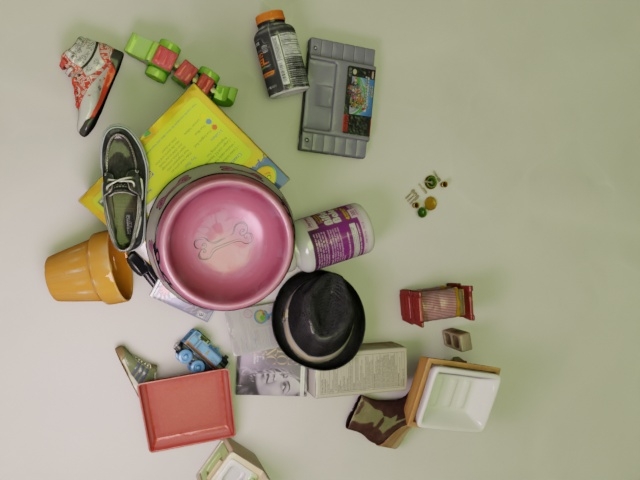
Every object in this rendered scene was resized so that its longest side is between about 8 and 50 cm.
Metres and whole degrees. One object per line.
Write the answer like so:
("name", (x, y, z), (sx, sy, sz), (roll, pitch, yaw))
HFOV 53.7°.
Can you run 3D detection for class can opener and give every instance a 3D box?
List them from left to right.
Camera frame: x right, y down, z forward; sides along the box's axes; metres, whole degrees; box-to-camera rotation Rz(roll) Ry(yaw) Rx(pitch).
("can opener", (-0.497, 0.104, 1.851), (0.186, 0.059, 0.073), (55, 49, -22))

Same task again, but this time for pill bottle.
("pill bottle", (-0.124, -0.564, 1.909), (0.130, 0.130, 0.245), (-17, 96, -17))
("pill bottle", (0.000, 0.000, 1.946), (0.302, 0.169, 0.169), (-18, 97, -17))

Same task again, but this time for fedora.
("fedora", (0.013, 0.216, 1.903), (0.334, 0.152, 0.334), (8, 62, -14))

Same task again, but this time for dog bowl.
("dog bowl", (-0.250, 0.001, 1.659), (0.408, 0.150, 0.407), (-2, 100, -15))

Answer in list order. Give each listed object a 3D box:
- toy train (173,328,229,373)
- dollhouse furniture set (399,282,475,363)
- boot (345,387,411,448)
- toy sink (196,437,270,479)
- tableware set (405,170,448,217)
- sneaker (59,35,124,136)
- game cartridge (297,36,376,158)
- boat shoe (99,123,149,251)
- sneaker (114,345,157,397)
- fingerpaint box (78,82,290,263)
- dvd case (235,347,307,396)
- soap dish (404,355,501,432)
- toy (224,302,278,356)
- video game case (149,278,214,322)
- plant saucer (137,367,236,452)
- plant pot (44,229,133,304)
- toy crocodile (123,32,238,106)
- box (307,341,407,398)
("toy train", (-0.352, 0.352, 1.892), (0.184, 0.080, 0.105), (45, 73, -14))
("dollhouse furniture set", (0.398, 0.333, 2.094), (0.201, 0.152, 0.374), (-8, 94, -18))
("boot", (0.220, 0.551, 2.075), (0.207, 0.090, 0.248), (31, 86, -18))
("toy sink", (-0.263, 0.695, 1.849), (0.131, 0.234, 0.152), (39, 81, -16))
("tableware set", (0.368, -0.154, 2.137), (0.154, 0.024, 0.104), (-42, 104, -13))
("sneaker", (-0.665, -0.433, 1.760), (0.145, 0.090, 0.270), (22, 81, -16))
("game cartridge", (0.057, -0.448, 2.011), (0.230, 0.068, 0.355), (5, 90, -14))
("boat shoe", (-0.499, -0.131, 1.623), (0.121, 0.119, 0.335), (-7, 101, -7))
("sneaker", (-0.522, 0.380, 1.848), (0.086, 0.064, 0.192), (-28, 100, -23))
("fingerpaint box", (-0.375, -0.152, 1.786), (0.371, 0.163, 0.445), (44, 91, -14))
("dvd case", (-0.150, 0.399, 1.962), (0.221, 0.018, 0.164), (2, 91, -4))
("soap dish", (0.417, 0.488, 2.020), (0.291, 0.118, 0.228), (13, 98, -25))
("toy", (-0.174, 0.271, 1.952), (0.237, 0.056, 0.136), (-9, 76, -23))
("video game case", (-0.344, 0.105, 1.747), (0.183, 0.023, 0.201), (28, 96, -17))
("plant saucer", (-0.388, 0.488, 1.853), (0.259, 0.047, 0.259), (-8, 116, -12))
("plant pot", (-0.640, 0.088, 1.738), (0.188, 0.205, 0.205), (-12, 96, -2))
("toy crocodile", (-0.401, -0.488, 1.834), (0.341, 0.105, 0.115), (31, 82, -16))
("box", (0.111, 0.410, 2.020), (0.311, 0.121, 0.148), (1, 91, -18))
